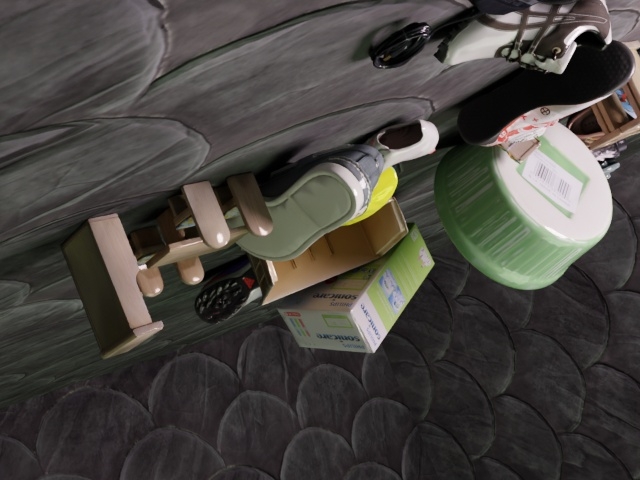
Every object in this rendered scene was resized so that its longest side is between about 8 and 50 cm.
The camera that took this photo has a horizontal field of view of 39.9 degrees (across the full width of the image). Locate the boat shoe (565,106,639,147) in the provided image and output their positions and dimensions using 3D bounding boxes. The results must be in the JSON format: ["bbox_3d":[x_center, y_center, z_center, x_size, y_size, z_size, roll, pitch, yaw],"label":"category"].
[{"bbox_3d":[0.624,-0.268,1.657,0.341,0.123,0.123,-20,175,24],"label":"boat shoe"}]

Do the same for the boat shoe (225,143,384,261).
[{"bbox_3d":[-0.027,-0.055,1.247,0.099,0.116,0.319,-47,-166,-34],"label":"boat shoe"}]

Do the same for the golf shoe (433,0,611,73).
[{"bbox_3d":[0.224,-0.218,0.954,0.198,0.094,0.077,-21,173,-1],"label":"golf shoe"}]

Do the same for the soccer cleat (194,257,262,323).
[{"bbox_3d":[-0.124,0.064,1.871,0.318,0.109,0.116,-30,-163,10],"label":"soccer cleat"}]

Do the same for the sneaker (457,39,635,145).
[{"bbox_3d":[0.345,-0.218,1.308,0.270,0.090,0.145,-24,174,32],"label":"sneaker"}]

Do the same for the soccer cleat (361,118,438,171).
[{"bbox_3d":[0.078,-0.124,1.289,0.196,0.068,0.076,-27,156,16],"label":"soccer cleat"}]

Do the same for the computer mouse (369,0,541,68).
[{"bbox_3d":[0.140,-0.231,0.861,0.242,0.041,0.071,-21,166,38],"label":"computer mouse"}]

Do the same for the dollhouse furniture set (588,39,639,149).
[{"bbox_3d":[0.513,-0.243,1.456,0.183,0.129,0.129,-16,170,-41],"label":"dollhouse furniture set"}]

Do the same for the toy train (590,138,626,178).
[{"bbox_3d":[0.527,-0.168,2.018,0.333,0.142,0.190,-24,-176,-7],"label":"toy train"}]

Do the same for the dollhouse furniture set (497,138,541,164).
[{"bbox_3d":[0.338,-0.184,1.468,0.151,0.076,0.058,-42,174,-22],"label":"dollhouse furniture set"}]

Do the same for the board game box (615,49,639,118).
[{"bbox_3d":[0.608,-0.267,1.535,0.211,0.039,0.160,23,142,-35],"label":"board game box"}]

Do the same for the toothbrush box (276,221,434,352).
[{"bbox_3d":[0.077,0.094,1.854,0.206,0.122,0.283,-1,-141,42],"label":"toothbrush box"}]

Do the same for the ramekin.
[{"bbox_3d":[0.365,-0.080,1.551,0.303,0.303,0.148,-17,163,-37],"label":"ramekin"}]

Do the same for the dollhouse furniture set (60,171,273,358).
[{"bbox_3d":[-0.199,0.039,1.198,0.242,0.161,0.212,-16,169,-41],"label":"dollhouse furniture set"}]

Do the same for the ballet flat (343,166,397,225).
[{"bbox_3d":[0.020,-0.047,1.382,0.231,0.077,0.077,-26,-168,34],"label":"ballet flat"}]

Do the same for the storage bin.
[{"bbox_3d":[0.000,0.000,1.638,0.262,0.123,0.260,-21,172,-13],"label":"storage bin"}]
